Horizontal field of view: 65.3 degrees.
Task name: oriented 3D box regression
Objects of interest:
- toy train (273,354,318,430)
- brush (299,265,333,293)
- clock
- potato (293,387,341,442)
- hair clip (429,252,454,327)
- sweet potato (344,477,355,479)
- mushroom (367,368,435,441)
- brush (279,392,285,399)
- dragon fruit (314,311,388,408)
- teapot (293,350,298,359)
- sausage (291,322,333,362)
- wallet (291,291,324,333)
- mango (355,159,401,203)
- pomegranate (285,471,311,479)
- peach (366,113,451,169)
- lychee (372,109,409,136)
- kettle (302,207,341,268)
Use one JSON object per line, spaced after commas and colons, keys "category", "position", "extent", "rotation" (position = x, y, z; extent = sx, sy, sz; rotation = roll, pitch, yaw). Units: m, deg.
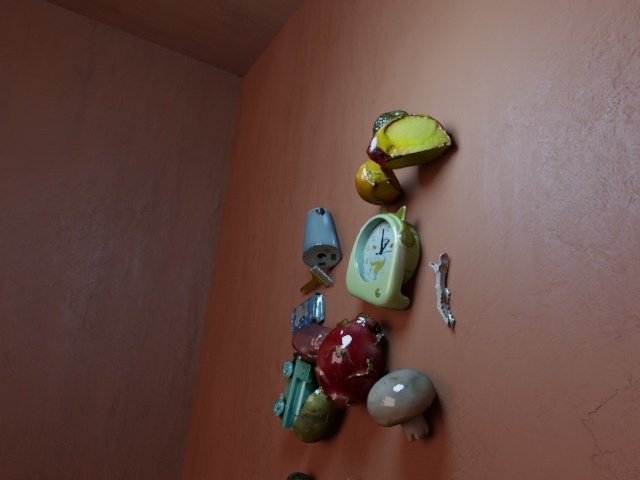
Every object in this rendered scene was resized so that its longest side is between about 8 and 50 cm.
{"category": "toy train", "position": [-0.082, 0.619, 2.018], "extent": [0.194, 0.120, 0.299], "rotation": [5, 79, 55]}
{"category": "brush", "position": [-0.033, 0.187, 2.183], "extent": [0.013, 0.103, 0.272], "rotation": [-48, 2, -32]}
{"category": "clock", "position": [0.224, 0.049, 1.713], "extent": [0.286, 0.117, 0.349], "rotation": [16, 91, 63]}
{"category": "potato", "position": [0.005, 0.654, 1.837], "extent": [0.111, 0.160, 0.272], "rotation": [41, 116, 33]}
{"category": "hair clip", "position": [0.362, 0.153, 1.495], "extent": [0.072, 0.034, 0.226], "rotation": [-37, 49, 56]}
{"category": "sweet potato", "position": [0.050, 0.899, 1.713], "extent": [0.067, 0.059, 0.281], "rotation": [46, 129, 18]}
{"category": "mushroom", "position": [0.242, 0.477, 1.431], "extent": [0.204, 0.204, 0.204], "rotation": [-35, 48, 52]}
{"category": "brush", "position": [-0.120, 0.707, 2.156], "extent": [0.178, 0.030, 0.033], "rotation": [12, 80, 52]}
{"category": "dragon fruit", "position": [0.099, 0.405, 1.676], "extent": [0.315, 0.250, 0.250], "rotation": [-48, 34, 12]}
{"category": "teapot", "position": [-0.080, 0.498, 2.134], "extent": [0.045, 0.067, 0.100], "rotation": [-118, 13, -50]}
{"category": "sausage", "position": [-0.012, 0.406, 1.953], "extent": [0.279, 0.152, 0.152], "rotation": [-3, 75, 60]}
{"category": "wallet", "position": [-0.055, 0.325, 2.174], "extent": [0.202, 0.059, 0.141], "rotation": [-41, 37, 45]}
{"category": "mango", "position": [0.203, -0.195, 1.764], "extent": [0.153, 0.252, 0.126], "rotation": [-14, 69, 11]}
{"category": "pomegranate", "position": [-0.085, 0.957, 1.868], "extent": [0.138, 0.125, 0.163], "rotation": [-49, 37, 21]}
{"category": "peach", "position": [0.271, -0.318, 1.646], "extent": [0.154, 0.267, 0.159], "rotation": [81, 171, -72]}
{"category": "lychee", "position": [0.265, -0.382, 1.805], "extent": [0.171, 0.171, 0.171], "rotation": [-35, 48, 52]}
{"category": "kettle", "position": [0.000, 0.000, 2.159], "extent": [0.211, 0.159, 0.243], "rotation": [91, 177, -46]}
